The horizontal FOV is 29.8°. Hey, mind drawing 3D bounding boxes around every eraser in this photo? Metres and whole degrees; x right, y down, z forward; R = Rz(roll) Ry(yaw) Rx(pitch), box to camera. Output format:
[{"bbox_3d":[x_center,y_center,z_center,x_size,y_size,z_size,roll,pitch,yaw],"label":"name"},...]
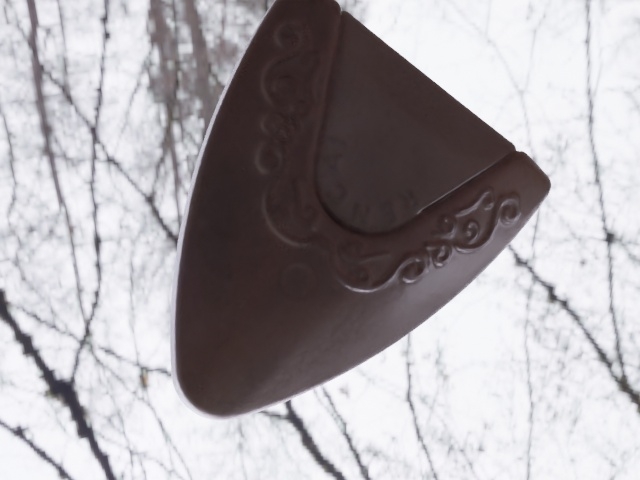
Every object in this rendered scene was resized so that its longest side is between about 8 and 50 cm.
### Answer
[{"bbox_3d":[0.001,0.000,0.698,0.204,0.059,0.243,36,-102,-10],"label":"eraser"}]
